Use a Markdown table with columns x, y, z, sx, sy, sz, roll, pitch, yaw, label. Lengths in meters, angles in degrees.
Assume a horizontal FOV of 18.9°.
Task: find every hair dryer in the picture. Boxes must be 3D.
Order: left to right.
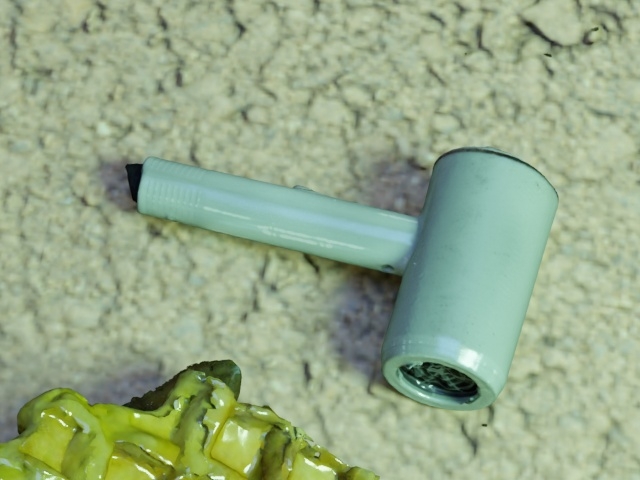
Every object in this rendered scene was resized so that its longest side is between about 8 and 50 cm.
| x | y | z | sx | sy | sz | roll | pitch | yaw | label |
| --- | --- | --- | --- | --- | --- | --- | --- | --- | --- |
| 0.000 | 0.000 | 1.043 | 0.236 | 0.073 | 0.131 | 16 | 62 | 8 | hair dryer |

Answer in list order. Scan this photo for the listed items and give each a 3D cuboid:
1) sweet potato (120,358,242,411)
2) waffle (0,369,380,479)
| x | y | z | sx | sy | sz | roll | pitch | yaw | label |
| --- | --- | --- | --- | --- | --- | --- | --- | --- | --- |
| -0.125 | 0.186 | 0.916 | 0.124 | 0.098 | 0.310 | 19 | 58 | -16 | sweet potato |
| -0.030 | 0.192 | 0.874 | 0.307 | 0.060 | 0.312 | -29 | 82 | -41 | waffle |
